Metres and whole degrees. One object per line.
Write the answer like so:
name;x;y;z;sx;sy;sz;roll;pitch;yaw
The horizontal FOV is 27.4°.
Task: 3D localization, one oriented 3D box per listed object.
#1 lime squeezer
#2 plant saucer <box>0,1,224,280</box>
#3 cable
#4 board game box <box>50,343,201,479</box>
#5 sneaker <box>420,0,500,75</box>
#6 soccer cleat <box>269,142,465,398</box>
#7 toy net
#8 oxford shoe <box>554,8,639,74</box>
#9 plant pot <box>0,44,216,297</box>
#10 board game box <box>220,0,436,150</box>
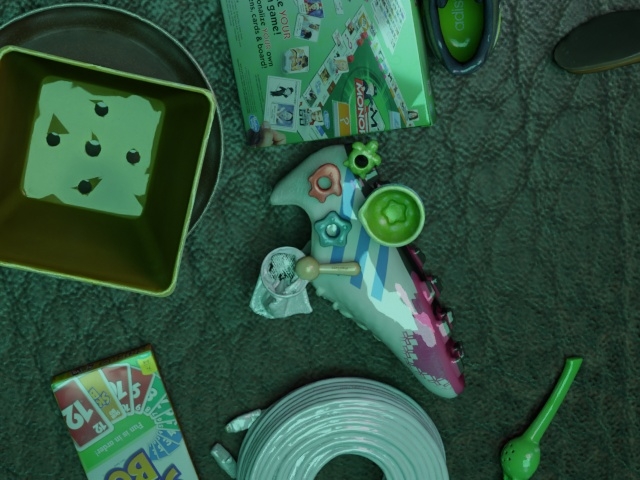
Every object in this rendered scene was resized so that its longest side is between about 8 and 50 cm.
lime squeezer;0.274;0.301;1.639;0.110;0.059;0.310;-12;104;-36
plant saucer;-0.264;-0.110;1.466;0.311;0.050;0.310;-2;103;-7
cable;0.029;0.289;1.574;0.257;0.089;0.257;-29;105;-1
board game box;-0.218;0.263;1.565;0.124;0.039;0.259;-19;107;-3
sneaker;0.150;-0.314;1.408;0.111;0.121;0.300;-10;117;6
soccer cleat;0.055;0.048;1.524;0.143;0.116;0.331;-24;101;11
toy net;0.000;0.000;1.433;0.232;0.045;0.122;-40;98;13
oxford shoe;0.378;-0.227;1.522;0.212;0.076;0.076;-15;144;6
plant pot;-0.237;-0.081;1.356;0.212;0.187;0.212;12;100;-10
board game box;-0.003;-0.268;1.432;0.214;0.046;0.317;-6;104;14
